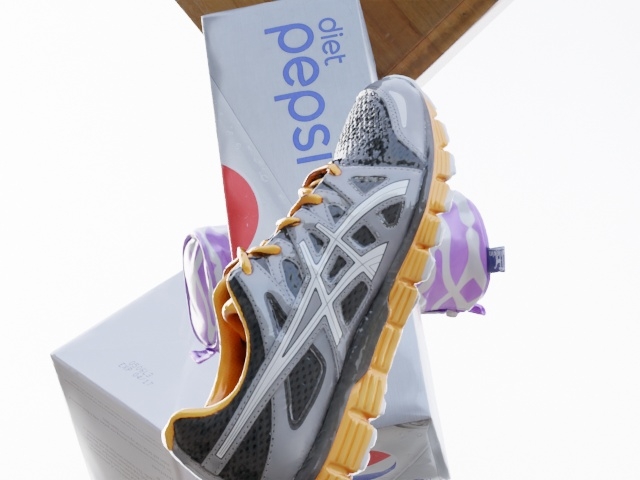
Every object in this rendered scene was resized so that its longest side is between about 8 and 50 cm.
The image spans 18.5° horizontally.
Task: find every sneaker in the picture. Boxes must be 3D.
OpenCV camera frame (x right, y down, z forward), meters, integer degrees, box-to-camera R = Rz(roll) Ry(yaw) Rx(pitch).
[{"bbox_3d":[-0.002,0.018,0.856,0.083,0.215,0.084,22,-23,-10],"label":"sneaker"}]

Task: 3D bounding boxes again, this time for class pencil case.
[{"bbox_3d":[0.011,0.021,1.286,0.206,0.086,0.088,-7,-72,-15],"label":"pencil case"}]

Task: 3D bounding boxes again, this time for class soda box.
[{"bbox_3d":[0.000,0.000,1.113,0.098,0.286,0.091,-11,-29,4],"label":"soda box"}]

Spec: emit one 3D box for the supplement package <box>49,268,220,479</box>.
[{"bbox_3d":[-0.083,0.197,1.685,0.177,0.175,0.293,29,-39,42],"label":"supplement package"}]

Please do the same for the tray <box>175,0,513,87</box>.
[{"bbox_3d":[-0.059,-0.268,1.321,0.411,0.076,0.203,50,-53,3],"label":"tray"}]
